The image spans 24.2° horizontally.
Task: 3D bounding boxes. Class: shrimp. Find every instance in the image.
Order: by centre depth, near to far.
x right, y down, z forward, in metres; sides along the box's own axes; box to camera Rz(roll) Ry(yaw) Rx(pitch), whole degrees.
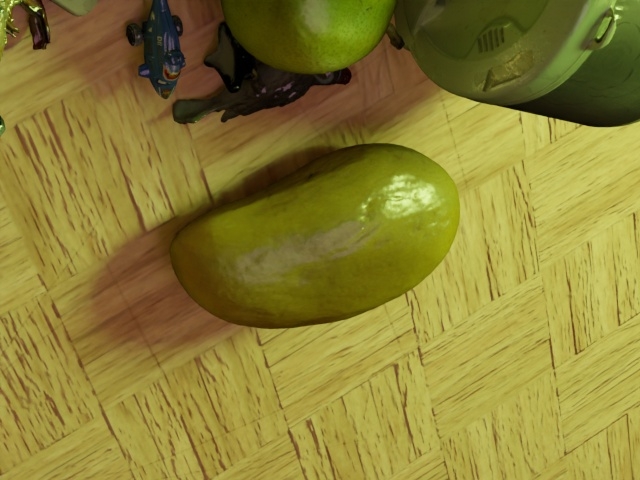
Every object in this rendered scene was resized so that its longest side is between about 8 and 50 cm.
[{"bbox_3d":[-0.277,-0.171,1.320,0.091,0.025,0.127,30,69,-56],"label":"shrimp"}]

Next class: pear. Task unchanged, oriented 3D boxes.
[{"bbox_3d":[0.010,-0.239,1.417,0.216,0.166,0.180,19,94,-30],"label":"pear"}]

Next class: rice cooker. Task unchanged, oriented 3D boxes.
[{"bbox_3d":[0.237,-0.260,1.514,0.277,0.288,0.288,6,117,-39],"label":"rice cooker"}]

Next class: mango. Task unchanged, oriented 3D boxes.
[{"bbox_3d":[0.004,0.005,1.631,0.332,0.142,0.195,-23,129,-13],"label":"mango"}]

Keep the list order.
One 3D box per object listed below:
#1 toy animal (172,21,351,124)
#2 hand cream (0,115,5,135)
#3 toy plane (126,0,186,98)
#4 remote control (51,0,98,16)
[{"bbox_3d":[-0.049,-0.166,1.522,0.202,0.070,0.105,-11,140,-35],"label":"toy animal"},{"bbox_3d":[-0.354,-0.180,1.278,0.088,0.055,0.256,-36,129,-8],"label":"hand cream"},{"bbox_3d":[-0.148,-0.211,1.402,0.054,0.062,0.167,-16,119,-28],"label":"toy plane"},{"bbox_3d":[-0.280,-0.277,1.275,0.067,0.029,0.261,-51,135,8],"label":"remote control"}]
